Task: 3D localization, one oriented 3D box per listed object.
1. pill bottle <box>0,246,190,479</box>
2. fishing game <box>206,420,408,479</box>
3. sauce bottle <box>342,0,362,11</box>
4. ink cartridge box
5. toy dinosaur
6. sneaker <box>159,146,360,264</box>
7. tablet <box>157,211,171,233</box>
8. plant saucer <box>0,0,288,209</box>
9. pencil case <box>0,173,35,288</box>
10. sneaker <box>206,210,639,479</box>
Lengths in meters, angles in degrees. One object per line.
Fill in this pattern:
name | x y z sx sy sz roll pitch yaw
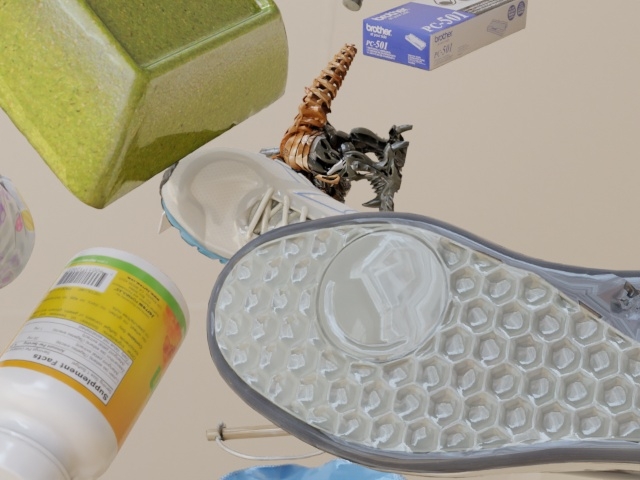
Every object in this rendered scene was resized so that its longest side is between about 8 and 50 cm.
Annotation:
pill bottle | -0.228 0.134 1.022 0.136 0.246 0.136 14 -44 14
fishing game | -0.018 0.168 0.582 0.189 0.264 0.041 -5 -61 8
sauce bottle | 0.063 -0.366 1.507 0.042 0.128 0.042 23 -17 8
ink cartridge box | 0.150 -0.256 1.330 0.207 0.097 0.046 -30 -51 -43
toy dinosaur | 0.012 -0.114 1.626 0.218 0.164 0.322 13 -40 3
sneaker | 0.000 0.000 0.641 0.190 0.083 0.071 26 -95 -11
tablet | -0.161 -0.040 1.363 0.083 0.006 0.054 -36 -13 -27
plant saucer | -0.099 -0.128 0.516 0.045 0.188 0.188 -37 -86 33
pencil case | -0.329 -0.033 0.976 0.113 0.273 0.124 32 -101 7
sneaker | 0.084 0.057 0.404 0.226 0.086 0.163 7 -16 21
